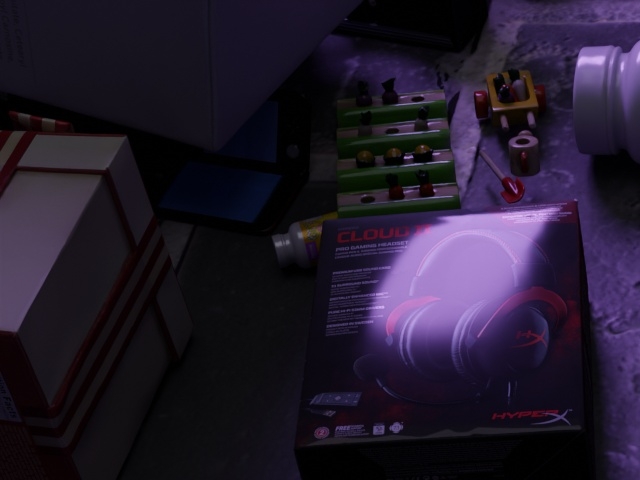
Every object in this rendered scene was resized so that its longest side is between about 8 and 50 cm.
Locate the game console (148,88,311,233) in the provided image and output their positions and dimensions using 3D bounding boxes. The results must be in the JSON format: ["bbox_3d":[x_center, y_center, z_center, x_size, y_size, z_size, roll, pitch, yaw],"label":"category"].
[{"bbox_3d":[-0.090,-0.083,1.688,0.144,0.124,0.085,10,18,24],"label":"game console"}]

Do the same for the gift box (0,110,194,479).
[{"bbox_3d":[-0.280,0.043,1.453,0.276,0.255,0.258,8,45,17],"label":"gift box"}]

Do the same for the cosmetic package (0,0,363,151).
[{"bbox_3d":[-0.196,-0.339,1.668,0.394,0.327,0.329,17,40,20],"label":"cosmetic package"}]

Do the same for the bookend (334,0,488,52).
[{"bbox_3d":[0.081,-0.288,1.825,0.156,0.157,0.072,14,46,27],"label":"bookend"}]

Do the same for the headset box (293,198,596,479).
[{"bbox_3d":[0.105,0.087,1.410,0.218,0.110,0.293,-4,40,11],"label":"headset box"}]

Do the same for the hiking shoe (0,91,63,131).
[{"bbox_3d":[-0.327,-0.182,1.833,0.304,0.113,0.132,-35,51,-25],"label":"hiking shoe"}]

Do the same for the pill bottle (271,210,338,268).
[{"bbox_3d":[0.000,0.000,1.593,0.083,0.043,0.043,-15,39,-3],"label":"pill bottle"}]

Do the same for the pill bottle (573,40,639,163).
[{"bbox_3d":[0.338,-0.124,1.595,0.208,0.119,0.119,2,41,17],"label":"pill bottle"}]

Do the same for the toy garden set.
[{"bbox_3d":[0.115,-0.096,1.637,0.204,0.049,0.244,-5,29,3],"label":"toy garden set"}]
